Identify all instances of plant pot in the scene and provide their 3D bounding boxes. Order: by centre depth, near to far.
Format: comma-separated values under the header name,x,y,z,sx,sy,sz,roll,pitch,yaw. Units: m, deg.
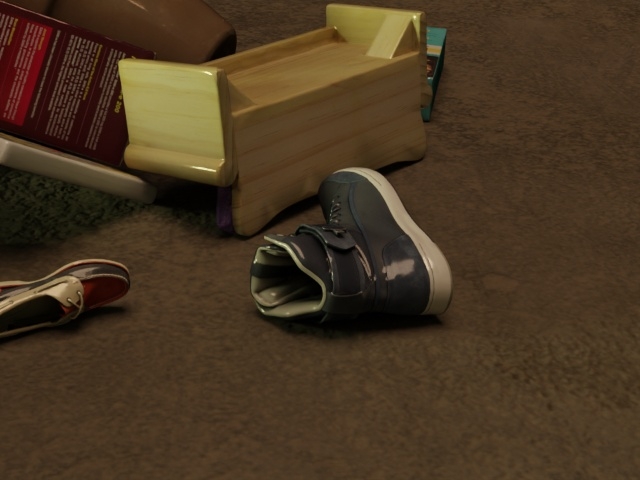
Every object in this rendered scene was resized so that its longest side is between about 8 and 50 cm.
name,x,y,z,sx,sy,sz,roll,pitch,yaw
plant pot,-0.234,-0.233,1.307,0.229,0.263,0.263,27,30,4

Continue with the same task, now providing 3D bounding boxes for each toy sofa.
name,x,y,z,sx,sy,sz,roll,pitch,yaw
toy sofa,-0.037,-0.145,1.208,0.150,0.177,0.362,15,29,38

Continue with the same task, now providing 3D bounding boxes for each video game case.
name,x,y,z,sx,sy,sz,roll,pitch,yaw
video game case,-0.310,-0.093,1.103,0.206,0.026,0.227,20,1,29

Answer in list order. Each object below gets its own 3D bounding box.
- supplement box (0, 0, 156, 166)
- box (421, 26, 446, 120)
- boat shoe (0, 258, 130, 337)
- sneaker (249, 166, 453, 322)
name,x,y,z,sx,sy,sz,roll,pitch,yaw
supplement box,-0.308,-0.177,1.157,0.239,0.130,0.073,18,4,-12
box,0.116,-0.240,1.514,0.100,0.060,0.244,7,27,7
boat shoe,-0.225,0.051,0.920,0.137,0.049,0.043,-11,33,-21
sneaker,0.000,-0.001,1.006,0.163,0.086,0.226,-5,29,-22
